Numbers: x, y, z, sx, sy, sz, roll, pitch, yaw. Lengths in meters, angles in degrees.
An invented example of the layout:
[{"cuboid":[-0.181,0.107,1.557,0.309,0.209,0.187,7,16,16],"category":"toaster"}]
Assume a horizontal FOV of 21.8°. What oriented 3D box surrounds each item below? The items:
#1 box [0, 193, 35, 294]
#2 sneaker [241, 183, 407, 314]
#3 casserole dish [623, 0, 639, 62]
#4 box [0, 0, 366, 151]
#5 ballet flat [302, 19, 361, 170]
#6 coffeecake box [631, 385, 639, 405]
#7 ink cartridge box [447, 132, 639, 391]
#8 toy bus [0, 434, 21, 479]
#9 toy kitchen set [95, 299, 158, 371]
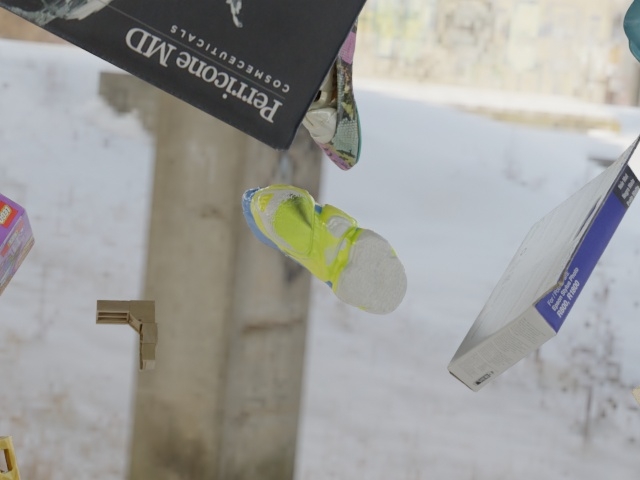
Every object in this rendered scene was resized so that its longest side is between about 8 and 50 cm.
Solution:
[{"cuboid":[-0.363,0.056,1.650,0.057,0.201,0.293,32,-9,-4],"category":"box"},{"cuboid":[0.000,0.000,1.993,0.240,0.091,0.126,41,-8,-32],"category":"sneaker"},{"cuboid":[0.495,-0.317,2.274,0.114,0.188,0.037,45,-14,-18],"category":"casserole dish"},{"cuboid":[-0.143,-0.414,1.593,0.480,0.472,0.297,26,9,-12],"category":"box"},{"cuboid":[0.006,-0.192,2.070,0.079,0.221,0.077,-15,24,-38],"category":"ballet flat"},{"cuboid":[0.536,0.246,2.268,0.068,0.185,0.142,-16,-20,-44],"category":"coffeecake box"},{"cuboid":[0.235,0.024,1.631,0.045,0.223,0.224,38,-34,-3],"category":"ink cartridge box"},{"cuboid":[-0.434,0.353,2.172,0.104,0.191,0.202,-13,-45,21],"category":"toy bus"},{"cuboid":[-0.242,0.126,2.065,0.075,0.083,0.068,2,-31,-9],"category":"toy kitchen set"}]
